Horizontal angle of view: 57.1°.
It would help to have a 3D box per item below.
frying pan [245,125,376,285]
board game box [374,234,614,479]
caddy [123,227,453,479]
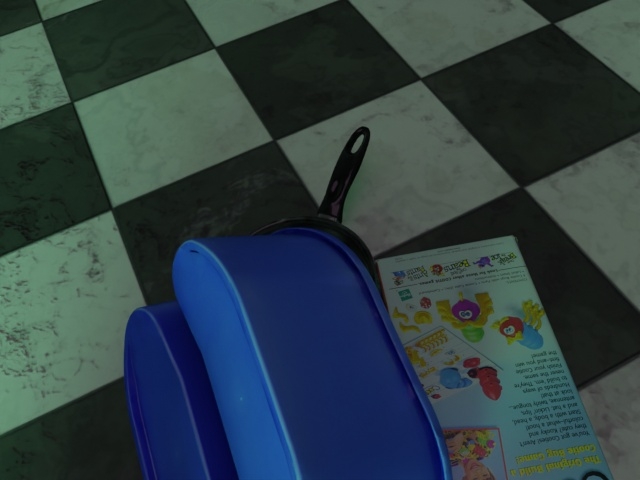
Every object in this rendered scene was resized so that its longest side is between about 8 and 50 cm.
[{"bbox_3d":[-0.029,0.005,0.720,0.197,0.053,0.326,-6,56,10],"label":"frying pan"},{"bbox_3d":[0.148,0.156,0.554,0.144,0.142,0.275,-10,55,0],"label":"board game box"},{"bbox_3d":[-0.030,0.147,0.505,0.179,0.241,0.341,2,54,-42],"label":"caddy"}]
